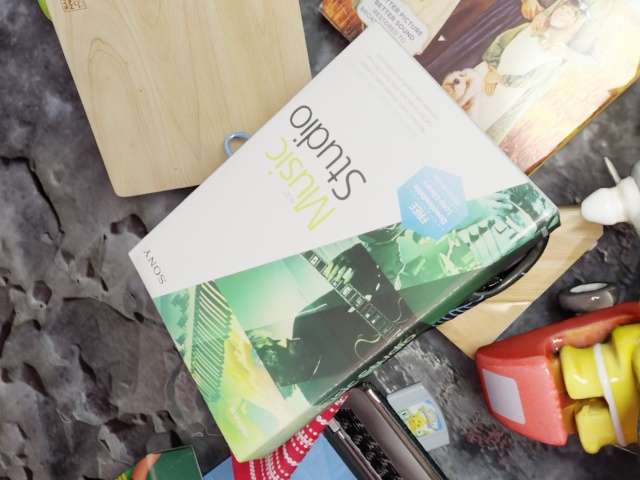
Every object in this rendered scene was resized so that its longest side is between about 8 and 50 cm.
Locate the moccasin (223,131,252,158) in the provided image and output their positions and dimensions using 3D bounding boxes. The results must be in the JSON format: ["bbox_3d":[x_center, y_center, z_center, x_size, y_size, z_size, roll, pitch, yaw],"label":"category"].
[{"bbox_3d":[-0.081,-0.025,0.690,0.116,0.138,0.342,25,118,-13],"label":"moccasin"}]

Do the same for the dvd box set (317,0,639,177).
[{"bbox_3d":[0.246,-0.294,0.647,0.420,0.062,0.308,-44,84,16],"label":"dvd box set"}]

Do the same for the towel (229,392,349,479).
[{"bbox_3d":[-0.034,0.131,0.658,0.031,0.199,0.275,18,116,-27],"label":"towel"}]

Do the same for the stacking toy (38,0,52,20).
[{"bbox_3d":[-0.251,-0.423,0.773,0.279,0.130,0.309,-32,79,33],"label":"stacking toy"}]

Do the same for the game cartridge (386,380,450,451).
[{"bbox_3d":[0.124,0.219,0.763,0.056,0.017,0.083,-27,88,13],"label":"game cartridge"}]

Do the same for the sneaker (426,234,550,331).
[{"bbox_3d":[0.118,0.039,0.612,0.232,0.090,0.081,-37,85,16],"label":"sneaker"}]

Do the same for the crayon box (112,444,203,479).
[{"bbox_3d":[-0.196,0.450,0.769,0.202,0.081,0.319,-40,61,26],"label":"crayon box"}]

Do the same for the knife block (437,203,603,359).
[{"bbox_3d":[0.131,-0.002,0.698,0.242,0.088,0.276,43,106,7],"label":"knife block"}]

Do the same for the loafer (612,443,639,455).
[{"bbox_3d":[0.368,0.210,0.666,0.170,0.061,0.062,8,98,15],"label":"loafer"}]

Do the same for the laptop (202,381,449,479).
[{"bbox_3d":[0.039,0.388,0.698,0.236,0.408,0.382,-37,85,-17],"label":"laptop"}]

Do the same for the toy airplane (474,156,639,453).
[{"bbox_3d":[0.327,0.108,0.445,0.386,0.272,0.384,42,124,26],"label":"toy airplane"}]

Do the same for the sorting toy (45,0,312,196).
[{"bbox_3d":[-0.141,-0.201,0.712,0.255,0.089,0.257,-9,120,2],"label":"sorting toy"}]

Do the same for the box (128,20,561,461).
[{"bbox_3d":[0.000,0.000,0.537,0.322,0.058,0.232,-42,64,12],"label":"box"}]
